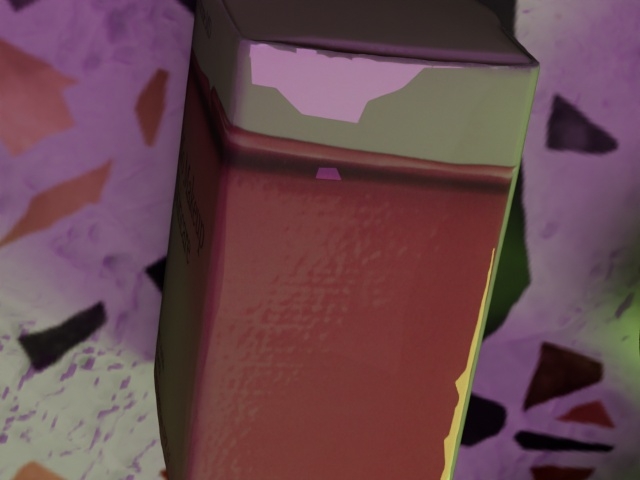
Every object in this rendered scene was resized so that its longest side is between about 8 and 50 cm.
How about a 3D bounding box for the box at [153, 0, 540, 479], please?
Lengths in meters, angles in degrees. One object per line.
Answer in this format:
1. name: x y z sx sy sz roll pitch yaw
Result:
1. box: 0.000 0.000 0.675 0.127 0.148 0.232 3 114 -13
